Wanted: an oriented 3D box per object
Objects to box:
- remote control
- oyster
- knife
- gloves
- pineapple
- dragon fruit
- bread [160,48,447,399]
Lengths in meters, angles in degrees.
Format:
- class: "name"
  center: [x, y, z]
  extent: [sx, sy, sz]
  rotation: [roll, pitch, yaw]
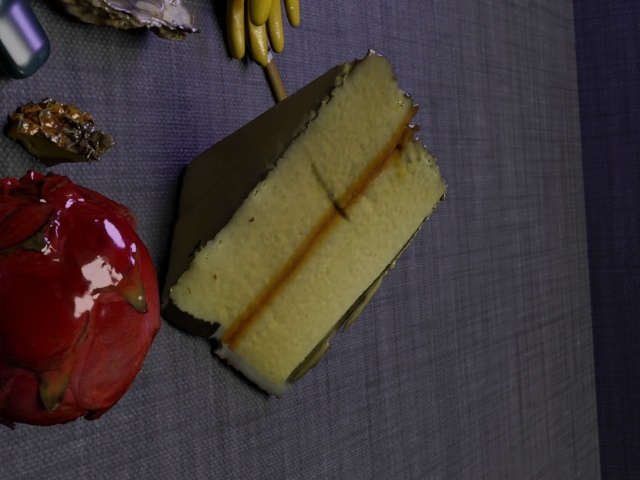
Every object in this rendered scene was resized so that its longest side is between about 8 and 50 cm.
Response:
- class: "remote control"
  center: [-0.341, -0.268, 1.264]
  extent: [0.072, 0.042, 0.222]
  rotation: [-59, 137, -44]
- class: "oyster"
  center: [-0.258, -0.304, 1.410]
  extent: [0.345, 0.078, 0.129]
  rotation: [12, 56, -60]
- class: "knife"
  center: [-0.084, -0.276, 1.783]
  extent: [0.046, 0.022, 0.256]
  rotation: [-55, 135, -43]
- class: "gloves"
  center: [-0.065, -0.377, 1.688]
  extent: [0.133, 0.116, 0.294]
  rotation: [-19, 129, -33]
- class: "pineapple"
  center: [-0.272, -0.107, 1.334]
  extent: [0.114, 0.114, 0.077]
  rotation: [-16, 120, -58]
- class: "dragon fruit"
  center: [-0.269, 0.056, 1.184]
  extent: [0.241, 0.241, 0.252]
  rotation: [-6, 105, -63]
- class: "bread"
  center: [0.000, 0.000, 1.604]
  extent: [0.345, 0.405, 0.242]
  rotation: [33, 47, -43]
